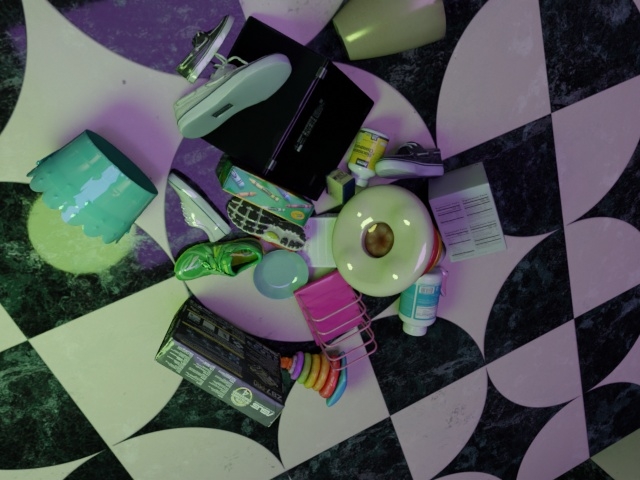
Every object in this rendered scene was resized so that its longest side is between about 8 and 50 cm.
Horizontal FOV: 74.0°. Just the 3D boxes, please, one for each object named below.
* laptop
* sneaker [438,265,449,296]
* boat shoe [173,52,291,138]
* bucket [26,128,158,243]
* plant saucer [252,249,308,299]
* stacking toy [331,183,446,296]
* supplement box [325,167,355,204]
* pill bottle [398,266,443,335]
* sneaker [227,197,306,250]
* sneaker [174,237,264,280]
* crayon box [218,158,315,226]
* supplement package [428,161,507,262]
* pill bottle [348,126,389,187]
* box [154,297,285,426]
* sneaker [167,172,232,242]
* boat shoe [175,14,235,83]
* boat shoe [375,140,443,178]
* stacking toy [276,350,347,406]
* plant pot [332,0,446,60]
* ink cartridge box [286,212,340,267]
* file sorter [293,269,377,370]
[{"bbox_3d":[-0.106,-0.390,1.334,0.408,0.236,0.381,20,104,-49],"label":"laptop"},{"bbox_3d":[0.491,0.162,1.700,0.070,0.051,0.134,-30,110,-1],"label":"sneaker"},{"bbox_3d":[-0.262,-0.443,1.191,0.367,0.136,0.156,-28,77,17],"label":"boat shoe"},{"bbox_3d":[-0.592,-0.147,1.140,0.183,0.281,0.281,-44,115,-2],"label":"bucket"},{"bbox_3d":[-0.140,0.115,1.486,0.195,0.037,0.194,-5,112,-11],"label":"plant saucer"},{"bbox_3d":[0.297,0.017,1.470,0.480,0.351,0.350,9,107,-53],"label":"stacking toy"},{"bbox_3d":[0.067,-0.181,1.413,0.056,0.083,0.083,-38,148,-26],"label":"supplement box"},{"bbox_3d":[0.380,0.229,1.636,0.146,0.146,0.263,0,108,-18],"label":"pill bottle"},{"bbox_3d":[-0.183,-0.035,1.394,0.279,0.118,0.107,31,69,-5],"label":"sneaker"},{"bbox_3d":[-0.324,0.061,1.368,0.296,0.123,0.109,-16,112,-11],"label":"sneaker"},{"bbox_3d":[-0.171,-0.150,1.325,0.279,0.165,0.081,25,99,-24],"label":"crayon box"},{"bbox_3d":[0.517,-0.100,1.506,0.198,0.199,0.262,-16,116,22],"label":"supplement package"},{"bbox_3d":[0.153,-0.275,1.420,0.103,0.103,0.184,15,102,-21],"label":"pill bottle"},{"bbox_3d":[-0.297,0.368,1.342,0.395,0.318,0.097,37,94,-16],"label":"box"},{"bbox_3d":[-0.387,-0.092,1.313,0.091,0.094,0.258,-43,115,-5],"label":"sneaker"},{"bbox_3d":[-0.324,-0.550,1.192,0.070,0.078,0.219,35,96,-25],"label":"boat shoe"},{"bbox_3d":[0.298,-0.273,1.438,0.335,0.121,0.119,-7,93,-46],"label":"boat shoe"},{"bbox_3d":[-0.058,0.481,1.592,0.302,0.165,0.175,19,116,-10],"label":"stacking toy"},{"bbox_3d":[0.186,-0.653,1.249,0.274,0.256,0.256,-25,114,9],"label":"plant pot"},{"bbox_3d":[0.000,0.000,1.504,0.233,0.066,0.188,1,109,4],"label":"ink cartridge box"},{"bbox_3d":[0.065,0.286,1.503,0.202,0.182,0.290,-26,126,-8],"label":"file sorter"}]
